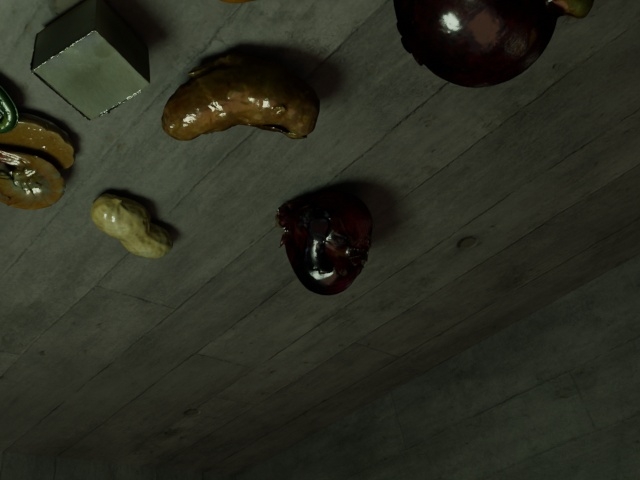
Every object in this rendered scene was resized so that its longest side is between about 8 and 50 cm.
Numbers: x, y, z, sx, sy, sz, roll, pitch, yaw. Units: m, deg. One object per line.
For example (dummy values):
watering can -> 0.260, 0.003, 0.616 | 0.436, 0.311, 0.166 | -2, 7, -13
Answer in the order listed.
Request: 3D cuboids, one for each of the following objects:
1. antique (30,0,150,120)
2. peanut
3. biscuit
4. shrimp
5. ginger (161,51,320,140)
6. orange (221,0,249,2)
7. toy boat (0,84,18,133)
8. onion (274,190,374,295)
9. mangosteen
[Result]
antique -> -0.415, -0.334, 1.129 | 0.152, 0.147, 0.146 | -25, 142, 15
peanut -> -0.468, -0.029, 1.554 | 0.118, 0.101, 0.263 | -4, 148, 21
biscuit -> -0.641, -0.197, 1.323 | 0.208, 0.049, 0.181 | -24, 143, 18
shrimp -> -0.659, -0.149, 1.290 | 0.152, 0.062, 0.287 | -25, 147, 16
ginger -> -0.162, -0.291, 1.267 | 0.322, 0.172, 0.165 | -2, 180, -5
orange -> -0.121, -0.495, 0.976 | 0.249, 0.183, 0.249 | -7, 144, -5
toy boat -> -0.672, -0.287, 1.177 | 0.104, 0.052, 0.210 | -37, 125, 12
onion -> 0.020, 0.007, 1.615 | 0.281, 0.280, 0.221 | -15, 177, 3
mangosteen -> 0.295, -0.436, 1.071 | 0.347, 0.306, 0.307 | -29, 141, 34
